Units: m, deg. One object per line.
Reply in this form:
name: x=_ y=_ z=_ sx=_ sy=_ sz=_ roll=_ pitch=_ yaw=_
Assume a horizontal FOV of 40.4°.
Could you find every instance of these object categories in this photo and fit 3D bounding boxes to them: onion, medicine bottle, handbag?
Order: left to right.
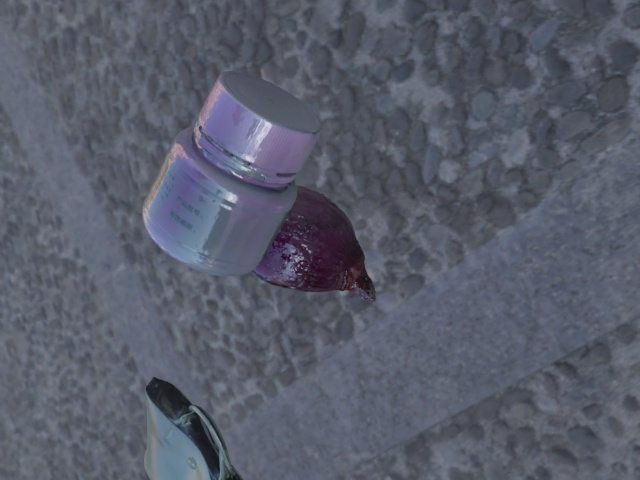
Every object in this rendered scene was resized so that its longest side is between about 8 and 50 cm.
handbag: x=-0.177 y=0.317 z=1.216 sx=0.241 sy=0.109 sz=0.315 roll=52 pitch=159 yaw=17
medicine bottle: x=-0.162 y=-0.124 z=1.617 sx=0.256 sy=0.256 sz=0.324 roll=43 pitch=116 yaw=29
onion: x=0.000 y=0.000 z=1.983 sx=0.349 sy=0.267 sz=0.159 roll=24 pitch=135 yaw=-1
